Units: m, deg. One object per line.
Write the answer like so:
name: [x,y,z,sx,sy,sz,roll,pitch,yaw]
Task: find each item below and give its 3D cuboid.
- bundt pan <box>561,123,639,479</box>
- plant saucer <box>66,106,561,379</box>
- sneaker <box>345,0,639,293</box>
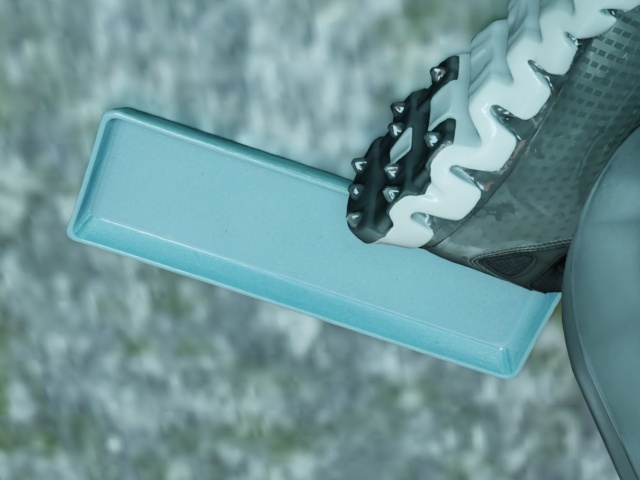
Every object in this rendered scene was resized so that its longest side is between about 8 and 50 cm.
bundt pan: [0.202,-0.031,0.485,0.331,0.331,0.124,-36,81,29]
plant saucer: [0.000,0.000,0.719,0.192,0.018,0.067,19,128,-6]
sneaker: [0.112,-0.060,0.623,0.106,0.078,0.234,28,130,-18]
